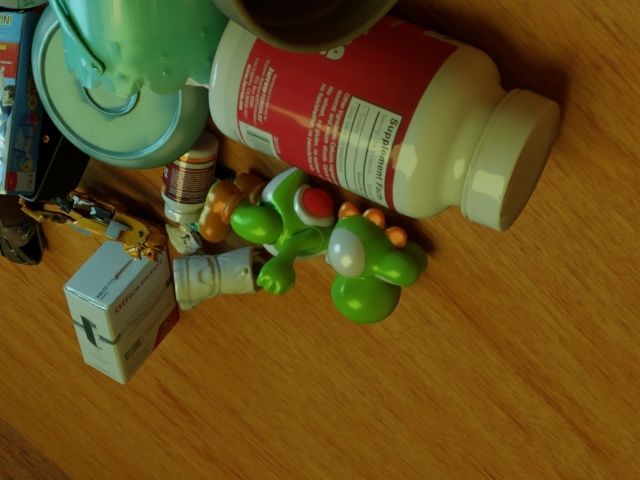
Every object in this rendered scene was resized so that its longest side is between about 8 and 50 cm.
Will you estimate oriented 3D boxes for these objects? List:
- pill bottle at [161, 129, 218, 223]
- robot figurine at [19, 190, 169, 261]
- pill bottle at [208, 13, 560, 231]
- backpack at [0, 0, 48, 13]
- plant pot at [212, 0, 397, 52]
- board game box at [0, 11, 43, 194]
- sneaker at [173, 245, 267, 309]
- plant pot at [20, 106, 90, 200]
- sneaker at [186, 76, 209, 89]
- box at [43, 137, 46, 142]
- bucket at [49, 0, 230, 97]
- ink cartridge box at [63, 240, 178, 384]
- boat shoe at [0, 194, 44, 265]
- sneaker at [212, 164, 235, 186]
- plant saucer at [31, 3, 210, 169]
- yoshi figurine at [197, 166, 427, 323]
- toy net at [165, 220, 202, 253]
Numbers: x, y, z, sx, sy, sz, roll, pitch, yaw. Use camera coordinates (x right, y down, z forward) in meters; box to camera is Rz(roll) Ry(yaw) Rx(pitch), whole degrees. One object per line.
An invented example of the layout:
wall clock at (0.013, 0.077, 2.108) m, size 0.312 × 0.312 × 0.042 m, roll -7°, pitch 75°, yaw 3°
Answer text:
pill bottle at (-0.223, -0.107, 1.912) m, size 0.086 × 0.086 × 0.152 m, roll 26°, pitch 126°, yaw 18°
robot figurine at (-0.441, -0.047, 2.163) m, size 0.291 × 0.085 × 0.211 m, roll 21°, pitch 179°, yaw 10°
pill bottle at (0.082, -0.167, 1.451) m, size 0.408 × 0.229 × 0.229 m, roll 25°, pitch 145°, yaw 19°
backpack at (-0.454, -0.462, 1.603) m, size 0.263 × 0.276 × 0.213 m, roll 40°, pitch 134°, yaw -9°
plant pot at (-0.067, -0.406, 1.268) m, size 0.280 × 0.323 × 0.323 m, roll 33°, pitch 151°, yaw 38°
board game box at (-0.618, -0.245, 1.921) m, size 0.308 × 0.086 × 0.302 m, roll 9°, pitch 94°, yaw 20°
sneaker at (-0.181, 0.070, 2.107) m, size 0.292 × 0.169 × 0.108 m, roll 179°, pitch 85°, yaw -85°
plant pot at (-0.503, -0.179, 2.025) m, size 0.188 × 0.187 × 0.167 m, roll 25°, pitch -177°, yaw 17°
sneaker at (-0.140, -0.269, 1.671) m, size 0.252 × 0.103 × 0.111 m, roll 35°, pitch 144°, yaw -8°
box at (-0.646, -0.263, 2.214) m, size 0.136 × 0.036 × 0.225 m, roll -8°, pitch 125°, yaw 48°
bucket at (-0.227, -0.337, 1.505) m, size 0.281 × 0.281 × 0.183 m, roll 19°, pitch 133°, yaw 27°
ink cartridge box at (-0.399, 0.129, 2.310) m, size 0.114 × 0.197 × 0.273 m, roll 26°, pitch 145°, yaw 18°
boat shoe at (-0.649, -0.046, 2.432) m, size 0.104 × 0.110 × 0.307 m, roll 27°, pitch 156°, yaw 9°
sneaker at (-0.158, -0.091, 1.952) m, size 0.098 × 0.038 × 0.069 m, roll 45°, pitch 148°, yaw -11°
plant saucer at (-0.325, -0.251, 1.795) m, size 0.318 × 0.043 × 0.317 m, roll 9°, pitch 119°, yaw 17°
yoshi figurine at (-0.009, 0.027, 1.835) m, size 0.362 × 0.203 × 0.203 m, roll 21°, pitch 160°, yaw 20°
toy net at (-0.223, -0.035, 2.078) m, size 0.122 × 0.045 × 0.232 m, roll 37°, pitch 151°, yaw 8°
